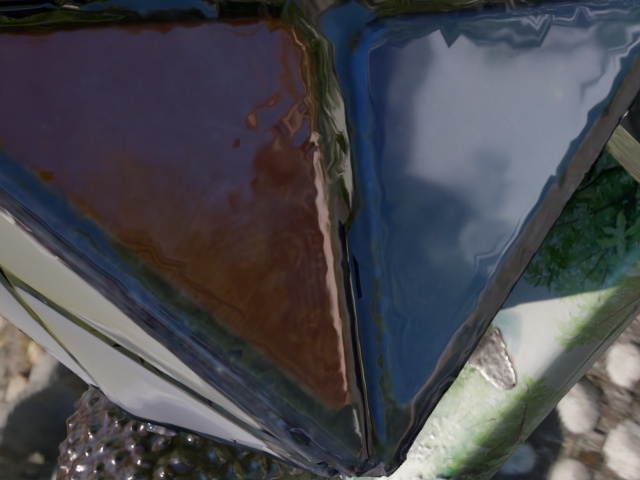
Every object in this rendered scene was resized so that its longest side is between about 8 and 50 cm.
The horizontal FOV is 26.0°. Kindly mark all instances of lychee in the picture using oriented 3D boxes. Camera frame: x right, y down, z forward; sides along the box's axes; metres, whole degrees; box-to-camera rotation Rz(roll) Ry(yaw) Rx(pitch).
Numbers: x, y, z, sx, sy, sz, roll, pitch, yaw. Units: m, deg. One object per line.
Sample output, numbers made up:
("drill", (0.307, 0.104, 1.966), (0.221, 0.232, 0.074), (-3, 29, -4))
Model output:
("lychee", (-0.119, 0.233, 1.329), (0.300, 0.300, 0.300), (-8, 72, 27))

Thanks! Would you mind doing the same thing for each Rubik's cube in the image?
("Rubik's cube", (-0.066, -0.094, 0.671), (0.305, 0.307, 0.310), (-55, 19, -13))

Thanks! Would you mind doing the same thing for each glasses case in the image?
("glasses case", (0.108, 0.058, 0.827), (0.095, 0.062, 0.272), (51, 118, 30))
